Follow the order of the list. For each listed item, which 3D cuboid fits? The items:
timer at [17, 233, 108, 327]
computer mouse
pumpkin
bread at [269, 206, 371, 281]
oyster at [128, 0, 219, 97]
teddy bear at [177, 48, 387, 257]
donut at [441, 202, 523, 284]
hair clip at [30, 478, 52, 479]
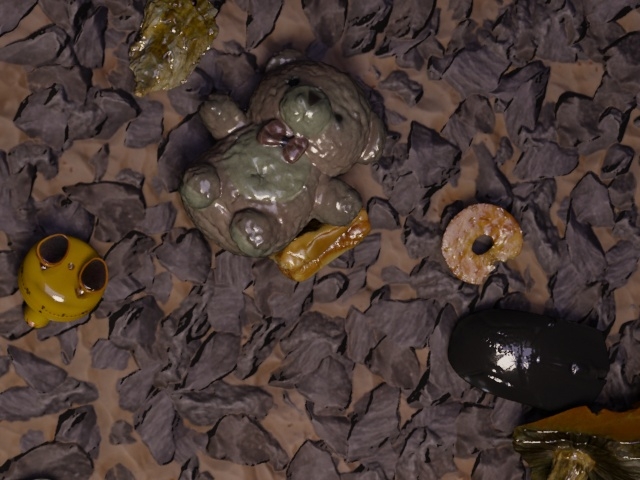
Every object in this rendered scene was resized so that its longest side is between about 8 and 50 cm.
[{"bbox_3d":[-0.316,0.050,1.713,0.107,0.109,0.107,13,59,-23],"label":"timer"},{"bbox_3d":[0.274,0.153,1.834,0.217,0.073,0.122,14,89,-14],"label":"computer mouse"},{"bbox_3d":[0.384,0.268,1.814,0.248,0.131,0.126,-24,50,-7],"label":"pumpkin"},{"bbox_3d":[0.000,0.000,1.779,0.132,0.074,0.053,-31,107,-9],"label":"bread"},{"bbox_3d":[-0.190,-0.253,1.762,0.146,0.045,0.121,-27,81,-11],"label":"oyster"},{"bbox_3d":[-0.047,-0.101,1.729,0.236,0.151,0.267,42,86,5],"label":"teddy bear"},{"bbox_3d":[0.204,0.001,1.836,0.108,0.043,0.097,-30,96,-9],"label":"donut"},{"bbox_3d":[-0.428,0.412,1.676,0.321,0.138,0.091,-27,139,-11],"label":"hair clip"}]
